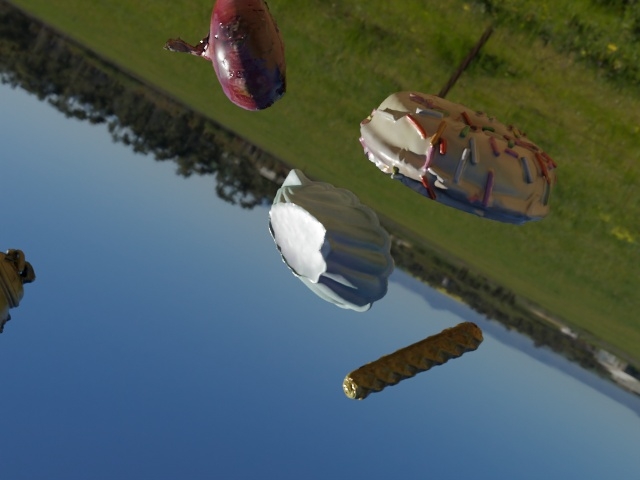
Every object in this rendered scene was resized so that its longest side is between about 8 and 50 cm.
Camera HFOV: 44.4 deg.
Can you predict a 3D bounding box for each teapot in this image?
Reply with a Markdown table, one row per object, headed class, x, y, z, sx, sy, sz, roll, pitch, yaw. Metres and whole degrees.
| class | x | y | z | sx | sy | sz | roll | pitch | yaw |
| --- | --- | --- | --- | --- | --- | --- | --- | --- | --- |
| teapot | -0.586 | 0.089 | 1.358 | 0.173 | 0.183 | 0.269 | 50 | 153 | 25 |

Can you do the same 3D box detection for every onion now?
| class | x | y | z | sx | sy | sz | roll | pitch | yaw |
| --- | --- | --- | --- | --- | --- | --- | --- | --- | --- |
| onion | -0.111 | -0.221 | 0.912 | 0.140 | 0.150 | 0.150 | -9 | -176 | -3 |

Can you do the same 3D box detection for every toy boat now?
| class | x | y | z | sx | sy | sz | roll | pitch | yaw |
| --- | --- | --- | --- | --- | --- | --- | --- | --- | --- |
| toy boat | 0.000 | 0.000 | 1.379 | 0.100 | 0.199 | 0.290 | -4 | -137 | -47 |

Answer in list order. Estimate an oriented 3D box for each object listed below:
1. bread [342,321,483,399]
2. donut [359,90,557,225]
| class | x | y | z | sx | sy | sz | roll | pitch | yaw |
| --- | --- | --- | --- | --- | --- | --- | --- | --- | --- |
| bread | 0.224 | 0.288 | 1.885 | 0.084 | 0.368 | 0.077 | 115 | 132 | -80 |
| donut | 0.255 | -0.162 | 1.429 | 0.383 | 0.142 | 0.382 | 20 | -161 | -7 |
